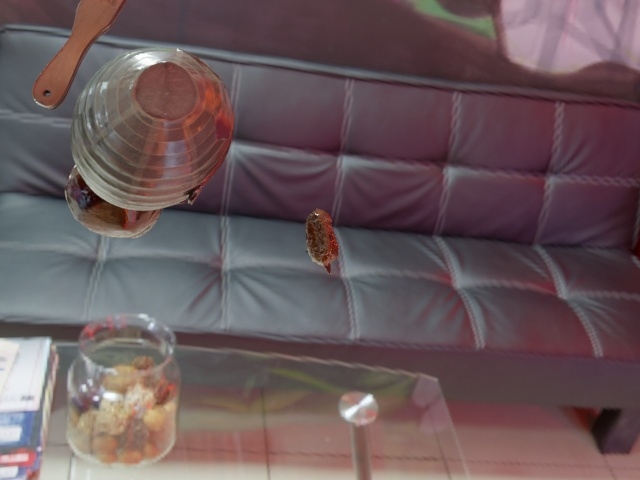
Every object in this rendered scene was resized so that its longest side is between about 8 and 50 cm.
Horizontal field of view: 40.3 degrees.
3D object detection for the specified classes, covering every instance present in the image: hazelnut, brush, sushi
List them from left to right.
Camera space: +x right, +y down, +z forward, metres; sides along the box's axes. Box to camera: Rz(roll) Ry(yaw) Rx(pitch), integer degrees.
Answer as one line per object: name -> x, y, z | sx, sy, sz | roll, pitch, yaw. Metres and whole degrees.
brush -> -0.413, -0.368, 1.543 | 0.070, 0.065, 0.328 | 28, 72, -11
hazelnut -> -0.377, -0.085, 1.630 | 0.160, 0.202, 0.170 | 25, 78, 9
sushi -> 0.004, -0.001, 1.515 | 0.061, 0.118, 0.060 | -1, -10, 22

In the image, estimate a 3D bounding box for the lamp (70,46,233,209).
lamp -> -0.248, -0.166, 1.294 | 0.233, 0.233, 0.265 | 14, 65, 4
